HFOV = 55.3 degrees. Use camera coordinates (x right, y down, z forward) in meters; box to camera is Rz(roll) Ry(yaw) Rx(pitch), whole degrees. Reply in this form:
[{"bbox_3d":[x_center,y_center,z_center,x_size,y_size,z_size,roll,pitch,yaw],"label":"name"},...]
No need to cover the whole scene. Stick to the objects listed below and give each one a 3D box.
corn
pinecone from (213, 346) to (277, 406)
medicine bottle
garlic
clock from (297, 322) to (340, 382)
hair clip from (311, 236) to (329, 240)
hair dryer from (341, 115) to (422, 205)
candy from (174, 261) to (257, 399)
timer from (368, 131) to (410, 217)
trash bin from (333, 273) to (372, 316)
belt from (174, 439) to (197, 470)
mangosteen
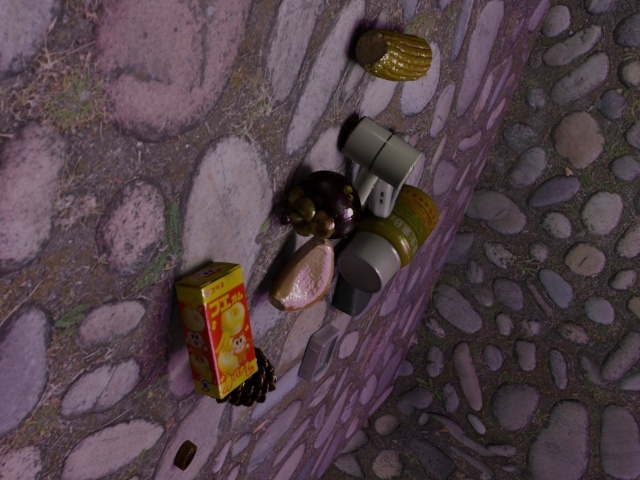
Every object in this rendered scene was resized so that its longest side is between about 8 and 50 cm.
[{"bbox_3d":[0.196,-0.490,1.620,0.344,0.131,0.131,-19,133,-58],"label":"corn"},{"bbox_3d":[-0.222,0.341,1.583,0.212,0.186,0.168,28,64,-50],"label":"pinecone"},{"bbox_3d":[0.236,-0.008,2.154,0.384,0.224,0.224,-48,155,-31],"label":"medicine bottle"},{"bbox_3d":[-0.045,0.093,1.711,0.244,0.145,0.164,-56,164,5],"label":"garlic"},{"bbox_3d":[-0.004,0.434,2.350,0.150,0.063,0.197,-27,140,-57],"label":"clock"},{"bbox_3d":[0.000,0.000,1.882,0.275,0.048,0.083,-32,145,-45],"label":"hair clip"},{"bbox_3d":[0.147,-0.194,1.822,0.128,0.203,0.362,-54,174,-30],"label":"hair dryer"},{"bbox_3d":[-0.231,0.200,1.379,0.146,0.088,0.276,-32,121,-51],"label":"candy"},{"bbox_3d":[0.226,-0.218,2.022,0.237,0.087,0.262,93,19,-49],"label":"timer"},{"bbox_3d":[0.133,0.170,2.309,0.177,0.101,0.236,-37,144,-45],"label":"trash bin"},{"bbox_3d":[-0.379,0.610,1.733,0.083,0.036,0.059,-66,160,11],"label":"belt"},{"bbox_3d":[-0.004,-0.080,1.585,0.217,0.192,0.192,-29,146,-21],"label":"mangosteen"}]
